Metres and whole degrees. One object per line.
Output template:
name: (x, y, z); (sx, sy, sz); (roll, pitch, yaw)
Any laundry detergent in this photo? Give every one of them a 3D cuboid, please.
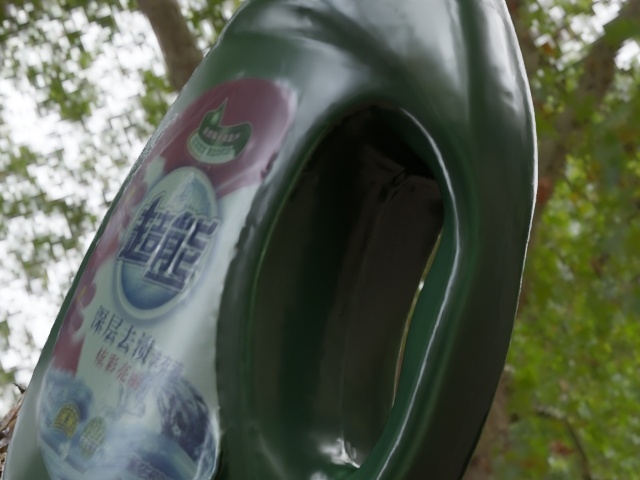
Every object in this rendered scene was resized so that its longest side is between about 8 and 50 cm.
laundry detergent: (0.000, 0.000, 0.364); (0.063, 0.137, 0.211); (23, -87, -38)

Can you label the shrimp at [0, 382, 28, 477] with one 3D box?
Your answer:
shrimp: (-0.218, 0.155, 1.214); (0.068, 0.150, 0.249); (13, 7, 18)
